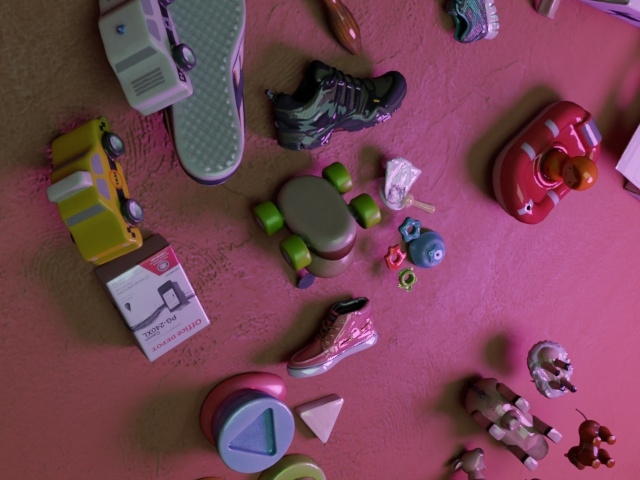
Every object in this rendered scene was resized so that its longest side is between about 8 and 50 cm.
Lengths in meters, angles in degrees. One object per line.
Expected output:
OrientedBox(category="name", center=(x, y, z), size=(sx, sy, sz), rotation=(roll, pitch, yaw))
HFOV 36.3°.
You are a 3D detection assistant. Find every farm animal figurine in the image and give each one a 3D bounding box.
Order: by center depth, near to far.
OrientedBox(category="farm animal figurine", center=(0.363, 0.386, 1.838), size=(0.330, 0.172, 0.326), rotation=(-31, 108, -9))

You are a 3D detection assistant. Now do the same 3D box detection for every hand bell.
OrientedBox(category="hand bell", center=(0.007, -0.362, 1.409), size=(0.126, 0.126, 0.242), rotation=(-43, 136, -11))

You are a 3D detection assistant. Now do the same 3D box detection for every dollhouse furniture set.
OrientedBox(category="dollhouse furniture set", center=(0.383, -0.441, 1.634), size=(0.081, 0.091, 0.114), rotation=(-43, 156, -45))

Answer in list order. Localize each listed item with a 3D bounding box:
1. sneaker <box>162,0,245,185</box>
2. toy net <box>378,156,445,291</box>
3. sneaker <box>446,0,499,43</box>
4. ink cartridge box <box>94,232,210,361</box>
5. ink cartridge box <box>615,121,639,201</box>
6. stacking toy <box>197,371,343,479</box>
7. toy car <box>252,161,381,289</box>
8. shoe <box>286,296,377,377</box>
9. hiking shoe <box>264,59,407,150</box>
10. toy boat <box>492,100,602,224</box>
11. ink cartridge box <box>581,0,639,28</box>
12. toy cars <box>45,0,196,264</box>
OrientedBox(category="sneaker", center=(-0.164, -0.231, 1.333), size=(0.126, 0.127, 0.321), rotation=(0, 82, -8))
OrientedBox(category="toy net", center=(0.135, -0.034, 1.619), size=(0.122, 0.045, 0.232), rotation=(-33, 119, -15))
OrientedBox(category="sneaker", center=(0.231, -0.386, 1.540), size=(0.076, 0.065, 0.166), rotation=(-26, 117, -16))
OrientedBox(category="ink cartridge box", center=(-0.242, 0.084, 1.423), size=(0.109, 0.063, 0.150), rotation=(-33, 120, -17))
OrientedBox(category="ink cartridge box", center=(0.676, -0.214, 1.858), size=(0.261, 0.066, 0.296), rotation=(29, 90, -36))
OrientedBox(category="stacking toy", center=(-0.075, 0.382, 1.588), size=(0.280, 0.130, 0.308), rotation=(7, 104, -32))
OrientedBox(category="toy car", center=(0.000, 0.000, 1.524), size=(0.155, 0.149, 0.188), rotation=(-30, 149, -14))
OrientedBox(category="shoe", center=(0.015, 0.156, 1.605), size=(0.178, 0.063, 0.081), rotation=(-23, 116, -28))
OrientedBox(category="hiking shoe", center=(0.030, -0.221, 1.463), size=(0.227, 0.086, 0.114), rotation=(-27, 122, -19))
OrientedBox(category="toy boat", center=(0.412, -0.125, 1.683), size=(0.231, 0.151, 0.151), rotation=(-44, 123, -10))
OrientedBox(category="ink cartridge box", center=(0.555, -0.466, 1.630), size=(0.273, 0.114, 0.197), rotation=(4, 103, -47))
OrientedBox(category="toy cars", center=(-0.269, -0.163, 1.245), size=(0.087, 0.176, 0.393), rotation=(3, 108, -64))
